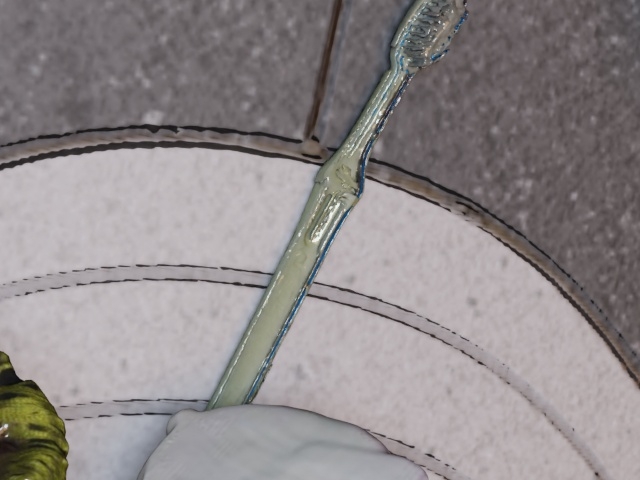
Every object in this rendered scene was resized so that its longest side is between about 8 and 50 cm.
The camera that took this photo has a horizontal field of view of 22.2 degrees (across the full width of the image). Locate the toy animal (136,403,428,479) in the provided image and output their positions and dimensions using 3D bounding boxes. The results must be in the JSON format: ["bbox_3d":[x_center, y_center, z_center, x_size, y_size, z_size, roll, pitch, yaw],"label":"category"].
[{"bbox_3d":[0.005,0.209,0.772,0.140,0.138,0.282,-33,116,-26],"label":"toy animal"}]

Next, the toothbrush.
[{"bbox_3d":[-0.003,-0.001,0.809,0.026,0.028,0.294,30,88,-28],"label":"toothbrush"}]

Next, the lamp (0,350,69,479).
[{"bbox_3d":[-0.192,0.137,0.612,0.247,0.247,0.247,-4,100,-27],"label":"lamp"}]
